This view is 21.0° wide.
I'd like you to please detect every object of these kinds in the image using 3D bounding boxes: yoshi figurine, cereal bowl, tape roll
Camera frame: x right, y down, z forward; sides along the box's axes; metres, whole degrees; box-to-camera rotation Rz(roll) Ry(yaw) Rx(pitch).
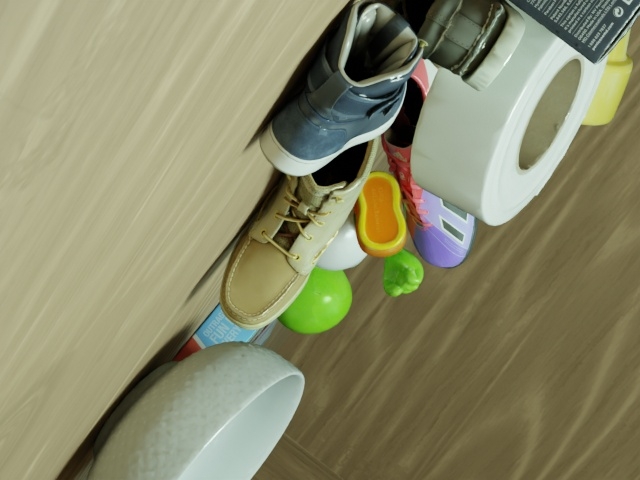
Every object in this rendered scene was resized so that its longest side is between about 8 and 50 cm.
[{"bbox_3d":[0.007,0.027,2.180,0.203,0.203,0.362,-41,176,-10],"label":"yoshi figurine"},{"bbox_3d":[-0.179,0.254,2.139,0.339,0.141,0.339,-48,166,-16],"label":"cereal bowl"},{"bbox_3d":[0.218,-0.160,1.942,0.286,0.100,0.286,-50,157,-29],"label":"tape roll"}]

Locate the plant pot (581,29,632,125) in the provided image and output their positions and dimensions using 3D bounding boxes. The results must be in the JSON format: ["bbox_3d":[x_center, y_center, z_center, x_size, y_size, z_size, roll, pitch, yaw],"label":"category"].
[{"bbox_3d":[0.292,-0.303,2.176,0.254,0.254,0.239,-42,154,-69],"label":"plant pot"}]

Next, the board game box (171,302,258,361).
[{"bbox_3d":[-0.150,0.168,2.451,0.242,0.064,0.316,-51,176,-19],"label":"board game box"}]

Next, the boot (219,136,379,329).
[{"bbox_3d":[-0.022,-0.029,1.896,0.262,0.095,0.203,-53,177,-12],"label":"boot"}]

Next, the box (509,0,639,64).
[{"bbox_3d":[0.228,-0.280,1.699,0.108,0.207,0.153,-53,177,17],"label":"box"}]

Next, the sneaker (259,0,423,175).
[{"bbox_3d":[0.051,-0.162,1.590,0.163,0.086,0.226,-52,176,40],"label":"sneaker"}]

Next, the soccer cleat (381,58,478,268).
[{"bbox_3d":[0.119,-0.097,2.076,0.116,0.108,0.318,-39,132,-46],"label":"soccer cleat"}]

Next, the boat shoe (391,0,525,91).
[{"bbox_3d":[0.124,-0.228,1.727,0.109,0.091,0.305,-57,-167,10],"label":"boat shoe"}]
